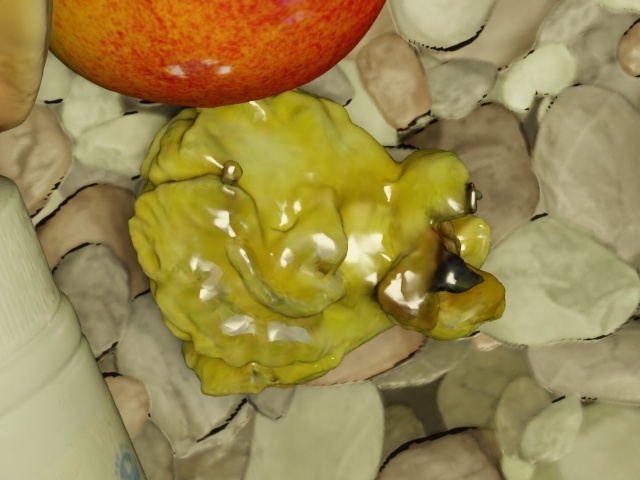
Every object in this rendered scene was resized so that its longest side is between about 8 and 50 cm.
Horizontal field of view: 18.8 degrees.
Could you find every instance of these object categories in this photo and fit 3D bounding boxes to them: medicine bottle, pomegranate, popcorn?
[{"bbox_3d":[-0.192,0.140,1.040,0.190,0.190,0.332,-23,107,-5],"label":"medicine bottle"},{"bbox_3d":[-0.080,-0.172,0.974,0.256,0.221,0.221,-14,108,20],"label":"pomegranate"},{"bbox_3d":[-0.004,-0.010,1.069,0.195,0.173,0.168,-16,85,3],"label":"popcorn"}]

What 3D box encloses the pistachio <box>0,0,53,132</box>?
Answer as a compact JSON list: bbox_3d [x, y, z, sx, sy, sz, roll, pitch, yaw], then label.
[{"bbox_3d":[-0.261,-0.180,0.816,0.281,0.445,0.365,-39,115,-17],"label":"pistachio"}]
